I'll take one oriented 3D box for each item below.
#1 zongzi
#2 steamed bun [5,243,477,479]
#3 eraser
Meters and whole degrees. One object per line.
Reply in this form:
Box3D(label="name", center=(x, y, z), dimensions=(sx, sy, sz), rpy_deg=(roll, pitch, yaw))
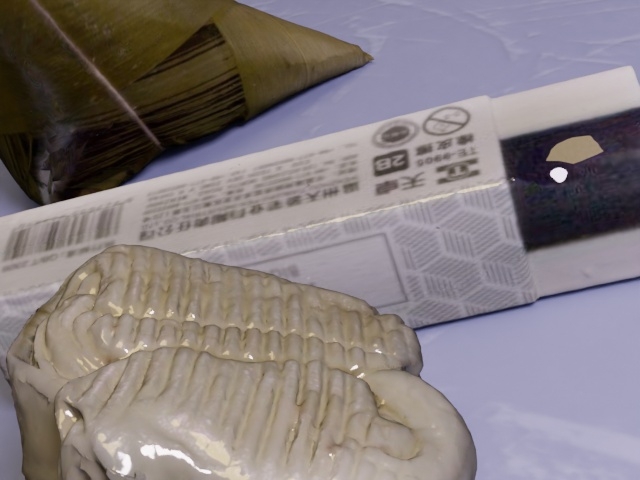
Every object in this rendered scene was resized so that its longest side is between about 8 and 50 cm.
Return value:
Box3D(label="zongzi", center=(-0.133, -0.193, 0.929), dimensions=(0.300, 0.274, 0.145), rpy_deg=(-21, 34, -4))
Box3D(label="steamed bun", center=(-0.045, 0.109, 0.609), dimensions=(0.218, 0.144, 0.211), rpy_deg=(9, 24, -5))
Box3D(label="eraser", center=(0.000, 0.000, 0.764), dimensions=(0.404, 0.096, 0.098), rpy_deg=(-12, 35, 10))
